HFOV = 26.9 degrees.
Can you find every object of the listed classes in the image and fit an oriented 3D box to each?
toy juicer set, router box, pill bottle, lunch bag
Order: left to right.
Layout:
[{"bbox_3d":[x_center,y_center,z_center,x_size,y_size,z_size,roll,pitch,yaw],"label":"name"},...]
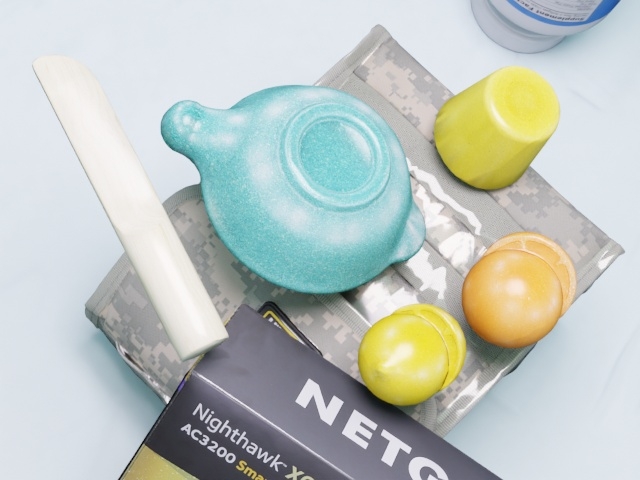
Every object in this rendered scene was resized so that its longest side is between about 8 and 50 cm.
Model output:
[{"bbox_3d":[0.000,0.000,0.787,0.328,0.089,0.209,-2,71,-22],"label":"toy juicer set"},{"bbox_3d":[0.012,0.220,0.811,0.308,0.243,0.081,34,33,1],"label":"router box"},{"bbox_3d":[0.014,0.039,0.912,0.235,0.169,0.287,45,73,9],"label":"lunch bag"},{"bbox_3d":[0.188,-0.230,1.006,0.124,0.221,0.124,3,72,-11],"label":"pill bottle"}]
